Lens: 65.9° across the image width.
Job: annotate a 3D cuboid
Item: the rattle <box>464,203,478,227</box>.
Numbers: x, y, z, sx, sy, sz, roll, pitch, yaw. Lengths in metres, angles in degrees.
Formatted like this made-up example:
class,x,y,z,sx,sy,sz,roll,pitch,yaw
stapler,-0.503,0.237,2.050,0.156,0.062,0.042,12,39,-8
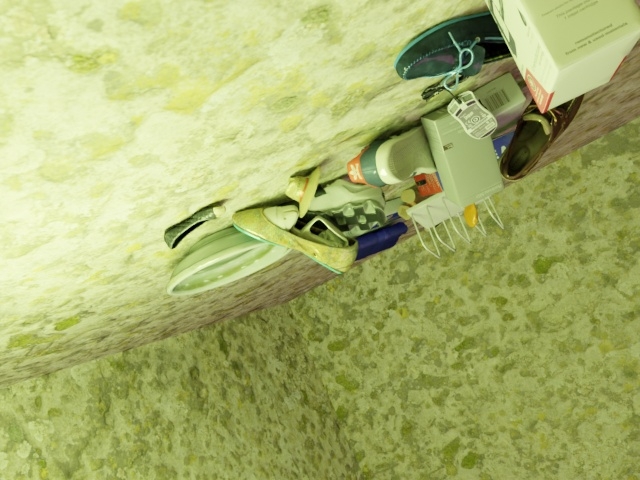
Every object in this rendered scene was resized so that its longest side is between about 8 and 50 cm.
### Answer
class,x,y,z,sx,sy,sz,roll,pitch,yaw
rattle,0.521,-0.146,1.561,0.199,0.143,0.130,-20,164,-46

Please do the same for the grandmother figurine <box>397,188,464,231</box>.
class,x,y,z,sx,sy,sz,roll,pitch,yaw
grandmother figurine,0.469,-0.135,2.019,0.342,0.104,0.208,-3,119,-36

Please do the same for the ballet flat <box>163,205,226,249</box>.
class,x,y,z,sx,sy,sz,roll,pitch,yaw
ballet flat,-0.293,-0.035,1.165,0.173,0.049,0.057,-27,170,14

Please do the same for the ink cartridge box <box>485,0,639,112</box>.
class,x,y,z,sx,sy,sz,roll,pitch,yaw
ink cartridge box,0.275,-0.304,0.609,0.100,0.237,0.172,-25,170,16

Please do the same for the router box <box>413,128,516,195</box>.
class,x,y,z,sx,sy,sz,roll,pitch,yaw
router box,0.494,-0.255,1.609,0.335,0.082,0.301,-25,-177,2

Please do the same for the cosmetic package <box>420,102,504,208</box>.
class,x,y,z,sx,sy,sz,roll,pitch,yaw
cosmetic package,0.348,-0.214,1.207,0.127,0.238,0.107,-27,-159,0

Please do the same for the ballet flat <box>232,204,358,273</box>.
class,x,y,z,sx,sy,sz,roll,pitch,yaw
ballet flat,-0.054,-0.027,1.297,0.348,0.123,0.123,25,151,-14

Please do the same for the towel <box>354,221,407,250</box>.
class,x,y,z,sx,sy,sz,roll,pitch,yaw
towel,0.210,0.009,2.158,0.308,0.076,0.228,-19,163,-18

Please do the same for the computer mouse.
class,x,y,z,sx,sy,sz,roll,pitch,yaw
computer mouse,0.315,-0.293,1.082,0.106,0.042,0.193,-36,128,28

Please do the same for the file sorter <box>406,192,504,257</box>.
class,x,y,z,sx,sy,sz,roll,pitch,yaw
file sorter,0.498,-0.076,1.814,0.277,0.173,0.193,-29,149,24

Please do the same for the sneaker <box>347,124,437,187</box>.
class,x,y,z,sx,sy,sz,roll,pitch,yaw
sneaker,0.193,-0.214,1.253,0.148,0.131,0.350,-6,-171,39

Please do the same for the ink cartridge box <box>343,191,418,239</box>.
class,x,y,z,sx,sy,sz,roll,pitch,yaw
ink cartridge box,0.296,-0.106,2.132,0.307,0.072,0.303,-20,168,-34

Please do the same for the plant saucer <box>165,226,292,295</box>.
class,x,y,z,sx,sy,sz,roll,pitch,yaw
plant saucer,-0.271,0.042,1.454,0.400,0.101,0.400,-22,170,-4

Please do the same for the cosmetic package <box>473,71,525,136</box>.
class,x,y,z,sx,sy,sz,roll,pitch,yaw
cosmetic package,0.451,-0.336,1.282,0.117,0.085,0.231,-28,172,13

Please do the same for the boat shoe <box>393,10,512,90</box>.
class,x,y,z,sx,sy,sz,roll,pitch,yaw
boat shoe,0.256,-0.328,0.846,0.258,0.089,0.109,-24,170,-5

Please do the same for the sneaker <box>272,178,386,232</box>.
class,x,y,z,sx,sy,sz,roll,pitch,yaw
sneaker,0.019,-0.098,1.381,0.330,0.146,0.122,-3,140,11

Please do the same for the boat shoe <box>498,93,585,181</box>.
class,x,y,z,sx,sy,sz,roll,pitch,yaw
boat shoe,0.577,-0.307,1.280,0.342,0.123,0.123,-59,166,17

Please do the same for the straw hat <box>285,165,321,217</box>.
class,x,y,z,sx,sy,sz,roll,pitch,yaw
straw hat,-0.053,-0.127,1.203,0.061,0.144,0.144,20,156,-12
